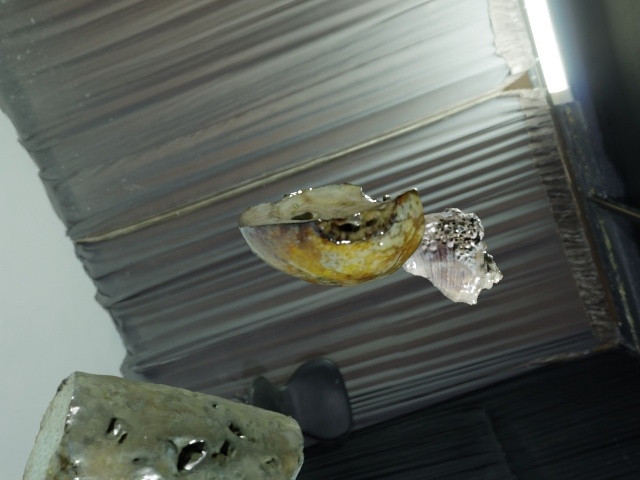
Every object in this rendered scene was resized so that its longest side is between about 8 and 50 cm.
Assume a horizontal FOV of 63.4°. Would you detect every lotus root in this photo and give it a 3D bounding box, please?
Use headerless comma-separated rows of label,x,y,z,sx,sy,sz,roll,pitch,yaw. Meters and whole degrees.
lotus root,0.004,0.004,0.728,0.314,0.210,0.142,-152,-135,-73

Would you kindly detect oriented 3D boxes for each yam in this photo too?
yam,-0.110,0.169,0.393,0.194,0.107,0.107,21,38,-30

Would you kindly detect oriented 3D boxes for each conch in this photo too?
conch,0.219,0.017,0.957,0.178,0.245,0.163,-109,-145,-84
